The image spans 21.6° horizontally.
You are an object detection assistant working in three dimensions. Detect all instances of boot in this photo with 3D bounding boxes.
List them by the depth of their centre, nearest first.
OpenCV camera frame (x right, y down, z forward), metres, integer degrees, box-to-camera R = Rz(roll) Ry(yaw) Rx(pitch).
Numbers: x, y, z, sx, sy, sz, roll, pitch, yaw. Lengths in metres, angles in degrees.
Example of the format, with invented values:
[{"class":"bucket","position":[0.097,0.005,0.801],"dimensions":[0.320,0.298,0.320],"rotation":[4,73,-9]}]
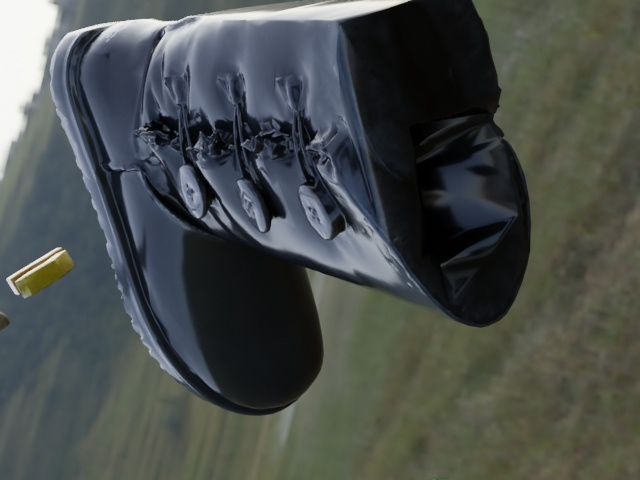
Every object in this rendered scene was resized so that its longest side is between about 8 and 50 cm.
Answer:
[{"class":"boot","position":[-0.001,-0.002,1.190],"dimensions":[0.146,0.367,0.445],"rotation":[-39,23,-26]}]

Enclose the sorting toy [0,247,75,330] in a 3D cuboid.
[{"class":"sorting toy","position":[-0.355,0.103,1.577],"dimensions":[0.307,0.041,0.229],"rotation":[-33,9,-16]}]

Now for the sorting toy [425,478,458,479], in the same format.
[{"class":"sorting toy","position":[0.036,0.163,0.901],"dimensions":[0.061,0.102,0.042],"rotation":[101,161,-51]}]
